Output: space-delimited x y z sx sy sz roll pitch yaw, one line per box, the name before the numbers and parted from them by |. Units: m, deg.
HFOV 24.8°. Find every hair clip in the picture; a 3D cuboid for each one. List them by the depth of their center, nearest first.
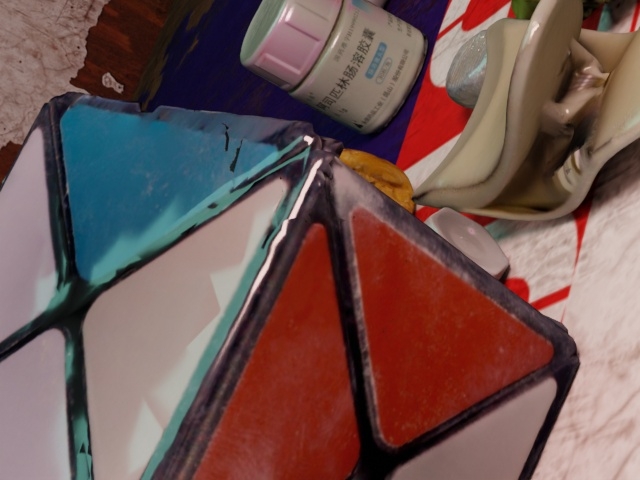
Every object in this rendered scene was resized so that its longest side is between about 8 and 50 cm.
hair clip | 0.175 -0.106 1.064 0.172 0.113 0.282 -65 4 -13

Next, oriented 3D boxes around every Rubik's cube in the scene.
Rubik's cube | -0.069 0.106 0.953 0.310 0.305 0.307 12 75 48

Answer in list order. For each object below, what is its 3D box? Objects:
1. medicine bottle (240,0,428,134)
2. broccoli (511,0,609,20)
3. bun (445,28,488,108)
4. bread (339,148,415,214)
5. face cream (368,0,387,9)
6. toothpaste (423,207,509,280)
medicine bottle | 0.013 -0.205 1.566 0.135 0.168 0.135 -54 18 26
broccoli | 0.182 -0.291 1.168 0.273 0.180 0.242 -31 29 59
bun | 0.147 -0.152 1.304 0.083 0.045 0.083 -50 23 30
bread | 0.000 0.000 1.401 0.211 0.114 0.083 -49 37 36
face cream | 0.054 -0.302 1.788 0.198 0.057 0.084 -64 17 -2
toothpaste | 0.018 0.131 1.192 0.080 0.125 0.371 -8 -38 -52
